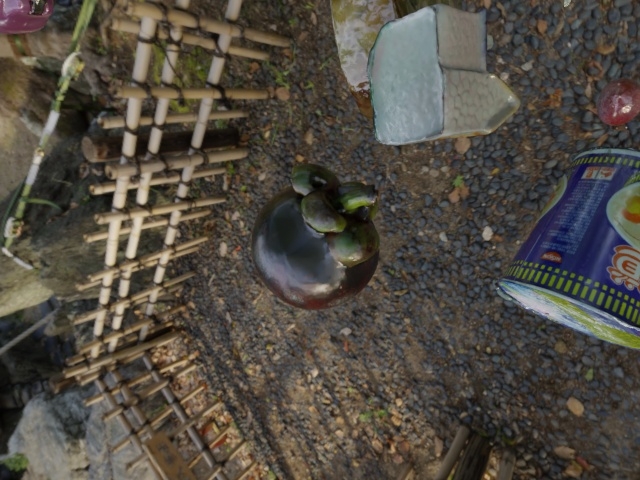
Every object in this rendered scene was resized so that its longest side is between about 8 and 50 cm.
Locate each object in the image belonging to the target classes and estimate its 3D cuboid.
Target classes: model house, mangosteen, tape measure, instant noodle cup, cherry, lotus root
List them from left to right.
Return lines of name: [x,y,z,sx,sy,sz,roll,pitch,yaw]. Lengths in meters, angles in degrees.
tape measure: [-0.343,-0.288,0.439,0.125,0.074,0.118,6,115,27]
mangosteen: [-0.004,0.003,0.899,0.311,0.311,0.311,11,109,34]
lotus root: [0.133,-0.352,0.620,0.111,0.390,0.375,-3,122,34]
model house: [0.107,-0.139,0.359,0.087,0.100,0.101,11,112,57]
instant noodle cup: [0.526,0.004,0.781,0.284,0.284,0.312,24,84,30]
cherry: [0.726,-0.330,1.004,0.090,0.225,0.107,-6,92,30]

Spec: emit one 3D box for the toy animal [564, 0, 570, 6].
toy animal: [0.753,-0.822,1.218,0.041,0.075,0.217,8,110,23]
